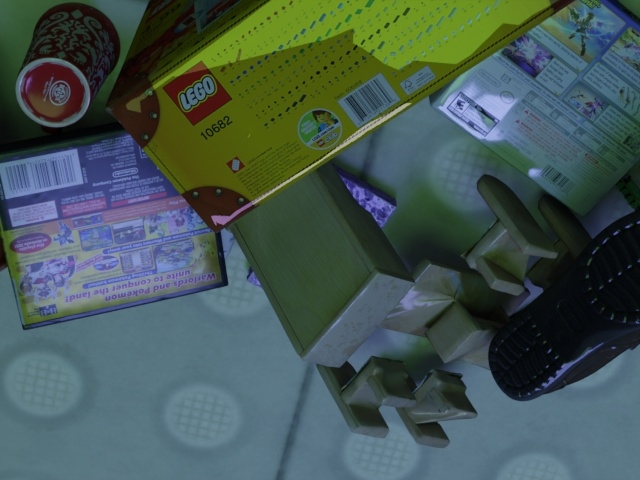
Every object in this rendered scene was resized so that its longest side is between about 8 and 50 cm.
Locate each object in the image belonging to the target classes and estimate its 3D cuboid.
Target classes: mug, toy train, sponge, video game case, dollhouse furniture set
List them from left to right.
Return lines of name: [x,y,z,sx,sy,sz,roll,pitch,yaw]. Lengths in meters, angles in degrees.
mug: [-0.313,-0.200,1.709,0.113,0.169,0.150,-9,117,5]
video game case: [-0.268,-0.027,1.739,0.274,0.035,0.248,-12,118,-11]
sponge: [0.000,0.000,1.889,0.117,0.031,0.210,29,114,-14]
dollhouse furniture set: [0.106,0.046,1.819,0.394,0.256,0.362,16,123,-44]
video game case: [0.319,-0.197,1.762,0.269,0.061,0.244,34,115,-16]
toy train: [0.428,-0.057,1.861,0.023,0.017,0.083,-36,112,8]

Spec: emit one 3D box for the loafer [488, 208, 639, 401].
loafer: [0.371,0.071,1.715,0.366,0.134,0.130,-37,157,31]

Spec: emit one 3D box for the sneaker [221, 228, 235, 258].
sneaker: [-0.254,-0.017,1.845,0.297,0.111,0.129,4,123,0]

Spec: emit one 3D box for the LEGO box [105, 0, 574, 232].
LEGO box: [0.032,-0.281,1.547,0.500,0.372,0.193,-32,113,16]

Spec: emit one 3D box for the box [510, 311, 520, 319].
box: [0.342,0.135,1.957,0.162,0.029,0.116,-30,114,17]

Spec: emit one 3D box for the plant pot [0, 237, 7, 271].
plant pot: [-0.519,-0.109,1.725,0.272,0.272,0.265,5,110,-2]
